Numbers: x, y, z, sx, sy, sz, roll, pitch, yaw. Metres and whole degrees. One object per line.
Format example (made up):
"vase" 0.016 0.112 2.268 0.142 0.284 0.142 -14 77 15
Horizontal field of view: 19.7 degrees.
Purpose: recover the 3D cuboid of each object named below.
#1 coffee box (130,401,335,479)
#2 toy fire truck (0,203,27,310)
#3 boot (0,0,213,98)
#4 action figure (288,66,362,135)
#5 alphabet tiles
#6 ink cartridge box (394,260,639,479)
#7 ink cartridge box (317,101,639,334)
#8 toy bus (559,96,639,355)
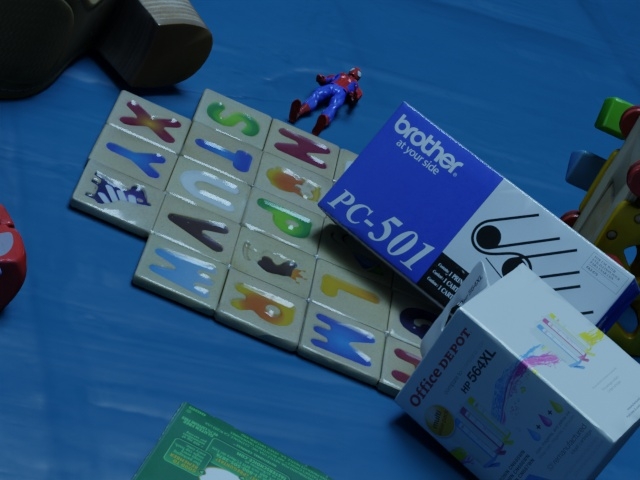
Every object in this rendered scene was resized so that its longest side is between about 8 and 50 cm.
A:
"coffee box" -0.058 0.165 0.955 0.113 0.040 0.184 27 29 1
"toy fire truck" -0.239 0.030 1.018 0.192 0.047 0.135 2 38 -39
"boot" -0.230 -0.211 1.344 0.283 0.109 0.220 -5 43 -47
"action figure" 0.011 -0.117 1.480 0.038 0.030 0.115 26 27 9
"alphabet tiles" 0.000 0.000 1.298 0.342 0.011 0.285 24 29 -6
"ink cartridge box" 0.124 0.092 1.155 0.143 0.092 0.090 41 34 14
"ink cartridge box" 0.107 0.005 1.261 0.207 0.097 0.046 39 -2 21
"toy bus" 0.247 -0.015 1.350 0.104 0.191 0.202 23 -15 -9
